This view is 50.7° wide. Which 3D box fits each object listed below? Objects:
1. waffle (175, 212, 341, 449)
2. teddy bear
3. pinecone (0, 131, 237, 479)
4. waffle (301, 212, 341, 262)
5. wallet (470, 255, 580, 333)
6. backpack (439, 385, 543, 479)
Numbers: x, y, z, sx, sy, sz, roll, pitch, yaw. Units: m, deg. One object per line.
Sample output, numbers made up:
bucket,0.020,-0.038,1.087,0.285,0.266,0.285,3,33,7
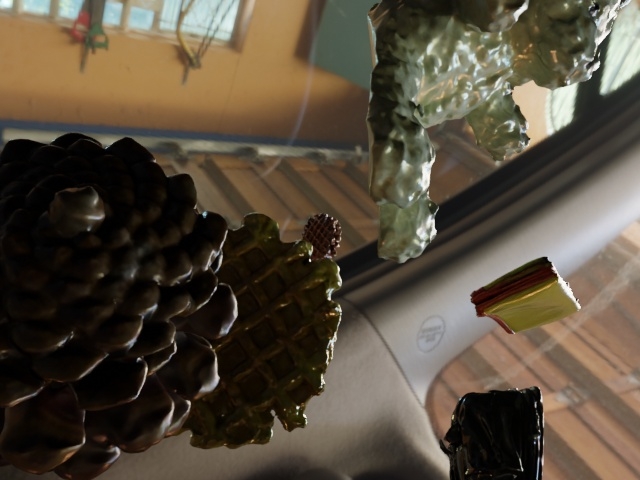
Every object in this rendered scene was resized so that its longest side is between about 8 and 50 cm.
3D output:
waffle,-0.127,0.116,0.921,0.301,0.325,0.068,10,163,4
teddy bear,0.232,-0.189,0.763,0.362,0.327,0.376,-4,-120,7
pinecone,-0.185,0.062,0.525,0.264,0.264,0.264,15,-152,-8
waffle,0.000,0.000,1.016,0.029,0.083,0.075,20,158,-37
wallet,0.335,0.093,1.106,0.241,0.141,0.067,30,-143,-58
backpack,0.223,0.327,0.897,0.133,0.206,0.258,1,-117,7
